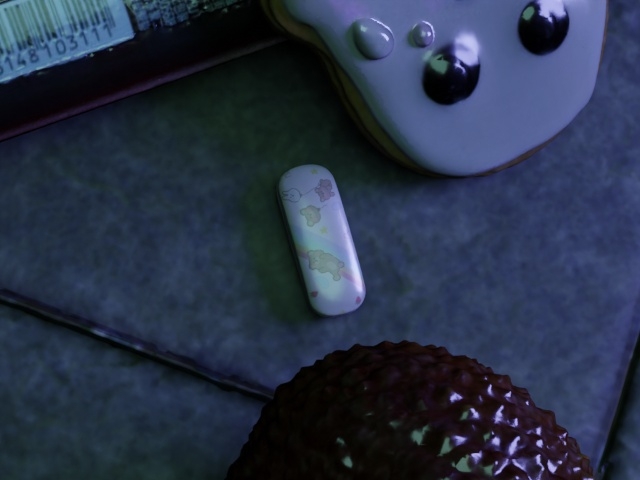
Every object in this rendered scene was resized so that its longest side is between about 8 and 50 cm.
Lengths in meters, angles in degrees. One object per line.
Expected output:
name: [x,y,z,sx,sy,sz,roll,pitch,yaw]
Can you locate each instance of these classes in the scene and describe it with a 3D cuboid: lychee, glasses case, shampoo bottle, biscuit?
lychee: [0.042,0.138,0.762,0.194,0.194,0.194,2,77,-8]
glasses case: [0.000,0.000,0.867,0.032,0.021,0.083,-13,80,-9]
shampoo bottle: [-0.079,-0.148,0.859,0.323,0.084,0.129,-22,85,-14]
biscuit: [0.074,-0.129,0.848,0.181,0.049,0.208,-42,114,-9]
